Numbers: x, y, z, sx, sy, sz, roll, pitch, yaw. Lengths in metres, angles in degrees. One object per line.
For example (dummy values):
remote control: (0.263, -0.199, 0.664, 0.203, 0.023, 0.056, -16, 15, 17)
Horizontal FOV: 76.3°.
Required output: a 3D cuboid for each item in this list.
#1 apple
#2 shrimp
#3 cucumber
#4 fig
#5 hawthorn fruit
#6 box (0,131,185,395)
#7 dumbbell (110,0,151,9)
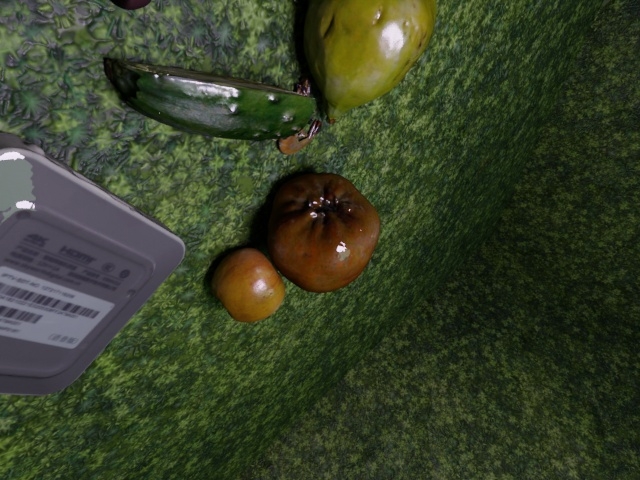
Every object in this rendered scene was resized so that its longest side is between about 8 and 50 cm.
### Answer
apple: (-0.170, 0.109, 0.956, 0.155, 0.182, 0.182, -32, 148, -5)
shrimp: (-0.030, -0.263, 0.878, 0.124, 0.034, 0.178, -19, 139, -49)
cucumber: (-0.161, -0.213, 0.655, 0.325, 0.145, 0.105, -8, 123, -46)
fig: (0.087, -0.342, 0.753, 0.233, 0.233, 0.314, -30, 136, -34)
hawthorn fruit: (0.000, 0.000, 0.983, 0.268, 0.268, 0.301, -39, 154, -21)
box: (-0.433, 0.070, 0.618, 0.373, 0.090, 0.367, -49, 152, -3)
dumbbell: (-0.287, -0.285, 0.391, 0.225, 0.124, 0.140, -31, 145, -32)
